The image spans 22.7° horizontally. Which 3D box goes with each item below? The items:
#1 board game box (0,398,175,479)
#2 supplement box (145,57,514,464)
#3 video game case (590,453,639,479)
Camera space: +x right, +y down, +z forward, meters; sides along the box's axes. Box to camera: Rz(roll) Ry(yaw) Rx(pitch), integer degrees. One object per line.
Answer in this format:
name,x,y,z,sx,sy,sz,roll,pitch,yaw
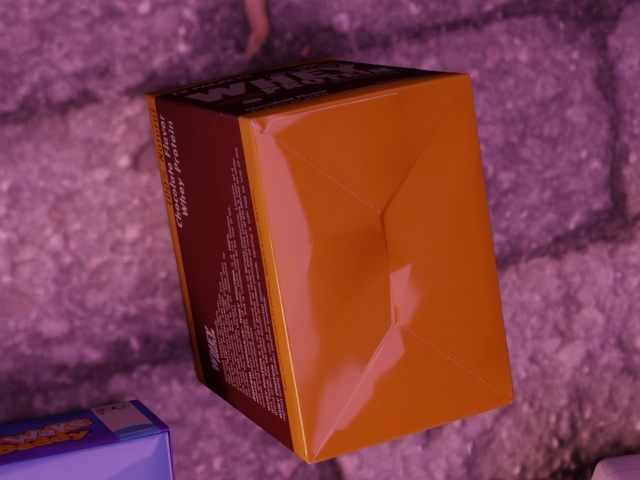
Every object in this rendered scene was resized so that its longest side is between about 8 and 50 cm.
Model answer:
board game box,-0.191,0.288,0.942,0.233,0.078,0.347,-9,101,-20
supplement box,0.000,0.000,0.934,0.129,0.194,0.191,-14,103,-20
video game case,0.298,0.251,1.112,0.329,0.036,0.300,-4,128,-22
